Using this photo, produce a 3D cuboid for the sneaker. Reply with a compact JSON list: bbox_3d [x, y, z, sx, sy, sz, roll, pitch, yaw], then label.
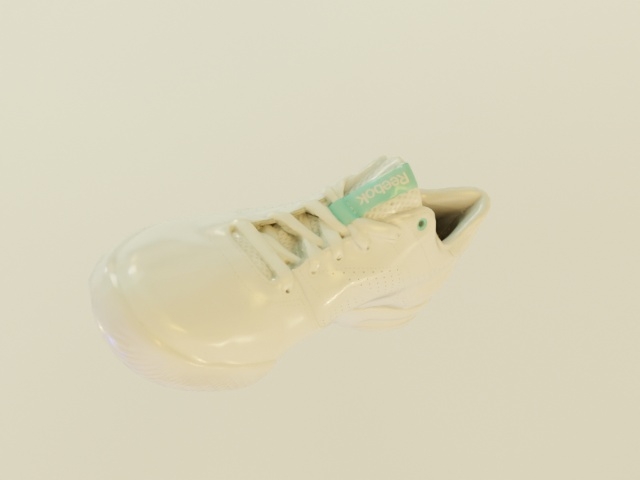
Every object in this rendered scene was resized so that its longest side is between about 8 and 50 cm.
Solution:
[{"bbox_3d":[0.000,0.000,0.388,0.094,0.212,0.080,-44,-110,33],"label":"sneaker"}]
